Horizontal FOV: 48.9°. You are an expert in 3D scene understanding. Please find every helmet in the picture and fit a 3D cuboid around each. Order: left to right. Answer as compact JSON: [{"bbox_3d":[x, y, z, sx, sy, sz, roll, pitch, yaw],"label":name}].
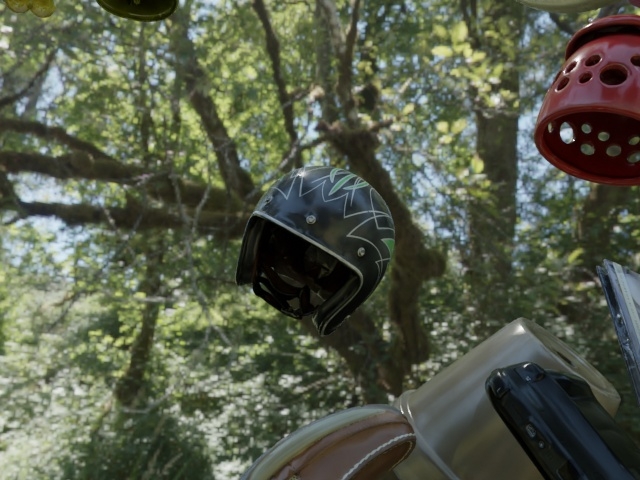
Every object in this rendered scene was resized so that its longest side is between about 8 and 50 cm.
[{"bbox_3d":[0.000,0.000,0.744,0.170,0.169,0.161,11,-62,-25],"label":"helmet"}]

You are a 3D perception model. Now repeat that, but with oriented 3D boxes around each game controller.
[{"bbox_3d":[0.284,0.242,0.655,0.167,0.319,0.067,22,-64,-43],"label":"game controller"}]

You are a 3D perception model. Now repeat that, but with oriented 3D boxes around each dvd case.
[{"bbox_3d":[0.375,0.121,0.699,0.221,0.164,0.018,22,-45,-22],"label":"dvd case"}]

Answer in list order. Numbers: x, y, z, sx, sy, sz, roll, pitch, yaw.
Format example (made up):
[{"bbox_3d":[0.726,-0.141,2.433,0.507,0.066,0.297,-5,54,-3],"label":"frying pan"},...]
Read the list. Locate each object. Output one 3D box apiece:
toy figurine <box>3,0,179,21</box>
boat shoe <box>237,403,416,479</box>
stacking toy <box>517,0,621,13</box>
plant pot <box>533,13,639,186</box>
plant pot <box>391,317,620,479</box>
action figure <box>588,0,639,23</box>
[{"bbox_3d":[-0.396,-0.468,1.043,0.363,0.217,0.191,1,-45,-24],"label":"toy figurine"},{"bbox_3d":[-0.039,0.257,0.577,0.325,0.116,0.123,-30,-34,-22],"label":"boat shoe"},{"bbox_3d":[-0.081,-0.247,0.251,0.481,0.350,0.350,-9,-16,-10],"label":"stacking toy"},{"bbox_3d":[0.405,-0.191,0.950,0.191,0.174,0.191,22,-18,8],"label":"plant pot"},{"bbox_3d":[0.300,0.286,1.100,0.323,0.323,0.280,23,-71,-47],"label":"plant pot"},{"bbox_3d":[0.531,-0.416,0.964,0.371,0.247,0.276,-19,31,-18],"label":"action figure"}]
